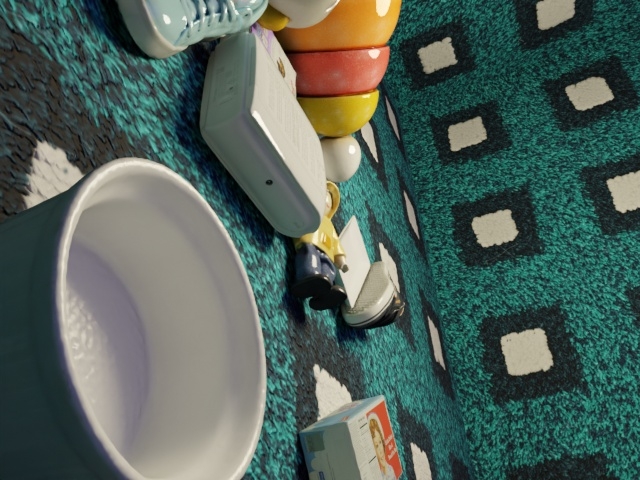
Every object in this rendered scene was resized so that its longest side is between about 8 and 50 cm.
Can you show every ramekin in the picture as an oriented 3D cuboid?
[{"bbox_3d":[-0.166,0.084,0.488,0.277,0.135,0.277,-17,90,-73],"label":"ramekin"}]

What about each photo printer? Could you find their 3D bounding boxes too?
[{"bbox_3d":[-0.084,-0.171,1.030,0.307,0.107,0.256,54,24,-45],"label":"photo printer"}]

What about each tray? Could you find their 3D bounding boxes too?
[{"bbox_3d":[0.065,0.044,1.376,0.270,0.030,0.145,-54,127,-67],"label":"tray"}]

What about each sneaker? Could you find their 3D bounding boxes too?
[{"bbox_3d":[-0.171,-0.367,0.872,0.366,0.150,0.135,-71,140,-63],"label":"sneaker"},{"bbox_3d":[0.136,0.156,1.405,0.127,0.126,0.321,67,17,-11],"label":"sneaker"}]

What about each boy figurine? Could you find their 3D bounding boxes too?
[{"bbox_3d":[0.000,0.000,1.166,0.177,0.092,0.285,41,36,-35],"label":"boy figurine"}]

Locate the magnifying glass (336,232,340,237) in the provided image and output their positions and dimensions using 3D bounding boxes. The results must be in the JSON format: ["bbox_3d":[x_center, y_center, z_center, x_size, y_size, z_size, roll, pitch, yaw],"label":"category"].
[{"bbox_3d":[0.020,-0.011,1.374,0.231,0.026,0.092,23,52,-66],"label":"magnifying glass"}]

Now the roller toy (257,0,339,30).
[{"bbox_3d":[-0.041,-0.501,1.087,0.146,0.191,0.209,171,-90,-73],"label":"roller toy"}]

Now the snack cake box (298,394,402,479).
[{"bbox_3d":[0.062,0.373,1.027,0.264,0.089,0.152,17,56,-70],"label":"snack cake box"}]

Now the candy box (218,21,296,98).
[{"bbox_3d":[-0.118,-0.343,1.157,0.196,0.070,0.164,55,25,-46],"label":"candy box"}]

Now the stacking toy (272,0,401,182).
[{"bbox_3d":[0.031,-0.370,1.395,0.350,0.351,0.479,-58,147,-68],"label":"stacking toy"}]
